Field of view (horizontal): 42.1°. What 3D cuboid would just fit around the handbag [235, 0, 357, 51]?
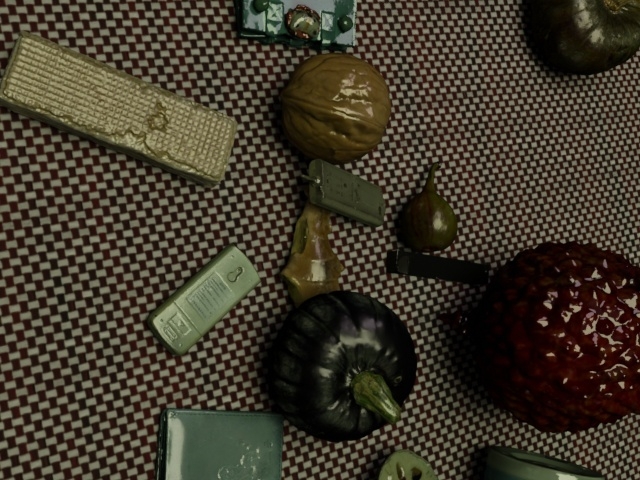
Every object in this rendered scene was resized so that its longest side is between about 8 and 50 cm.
[{"bbox_3d":[-0.042,-0.535,1.704,0.269,0.100,0.274,4,82,-30],"label":"handbag"}]

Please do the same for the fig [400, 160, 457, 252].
[{"bbox_3d":[0.243,-0.085,1.816,0.124,0.124,0.236,25,61,-25],"label":"fig"}]

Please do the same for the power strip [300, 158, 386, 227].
[{"bbox_3d":[0.046,-0.097,1.683,0.268,0.034,0.092,18,64,-50],"label":"power strip"}]

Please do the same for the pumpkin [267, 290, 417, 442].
[{"bbox_3d":[0.051,0.245,1.561,0.296,0.296,0.295,4,83,-29],"label":"pumpkin"}]

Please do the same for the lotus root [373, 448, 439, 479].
[{"bbox_3d":[0.163,0.533,1.716,0.204,0.078,0.183,39,54,-28],"label":"lotus root"}]

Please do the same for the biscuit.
[{"bbox_3d":[-0.355,-0.226,1.503,0.426,0.078,0.143,19,76,-26],"label":"biscuit"}]

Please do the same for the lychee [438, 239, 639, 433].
[{"bbox_3d":[0.501,0.205,1.763,0.425,0.500,0.424,6,90,-69],"label":"lychee"}]

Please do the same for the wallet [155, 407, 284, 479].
[{"bbox_3d":[-0.184,0.459,1.539,0.251,0.054,0.290,11,74,-32],"label":"wallet"}]

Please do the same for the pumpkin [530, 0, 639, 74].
[{"bbox_3d":[0.657,-0.526,2.023,0.325,0.242,0.232,26,64,-20],"label":"pumpkin"}]

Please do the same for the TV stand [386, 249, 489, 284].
[{"bbox_3d":[0.263,0.061,1.843,0.257,0.040,0.048,9,80,-28],"label":"TV stand"}]

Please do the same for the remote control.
[{"bbox_3d":[-0.217,0.111,1.567,0.233,0.038,0.098,-44,106,-27],"label":"remote control"}]

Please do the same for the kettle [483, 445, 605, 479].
[{"bbox_3d":[0.472,0.645,1.807,0.319,0.247,0.342,18,83,-53],"label":"kettle"}]

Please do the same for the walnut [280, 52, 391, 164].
[{"bbox_3d":[0.026,-0.262,1.654,0.228,0.228,0.227,4,83,-29],"label":"walnut"}]

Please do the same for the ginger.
[{"bbox_3d":[0.000,0.000,1.681,0.131,0.086,0.294,17,71,-10],"label":"ginger"}]
